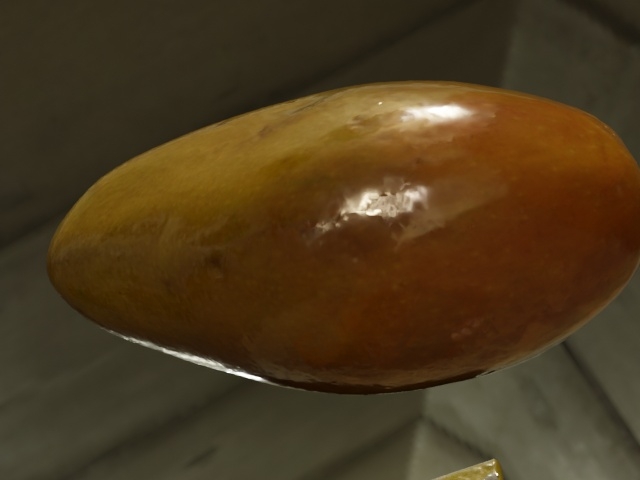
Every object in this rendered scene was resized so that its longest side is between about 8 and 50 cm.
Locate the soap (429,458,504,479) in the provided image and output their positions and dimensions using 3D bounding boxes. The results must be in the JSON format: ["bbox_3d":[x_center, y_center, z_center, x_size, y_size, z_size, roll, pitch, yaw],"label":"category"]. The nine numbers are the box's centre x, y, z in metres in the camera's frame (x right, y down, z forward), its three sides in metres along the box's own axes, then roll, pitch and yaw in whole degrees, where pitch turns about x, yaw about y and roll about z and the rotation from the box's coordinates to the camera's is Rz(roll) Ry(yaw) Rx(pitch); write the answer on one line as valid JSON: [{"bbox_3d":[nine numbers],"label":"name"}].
[{"bbox_3d":[0.023,0.292,1.147,0.143,0.281,0.259,46,23,-77],"label":"soap"}]

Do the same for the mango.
[{"bbox_3d":[0.000,0.000,0.730,0.138,0.253,0.113,-49,128,-54],"label":"mango"}]
